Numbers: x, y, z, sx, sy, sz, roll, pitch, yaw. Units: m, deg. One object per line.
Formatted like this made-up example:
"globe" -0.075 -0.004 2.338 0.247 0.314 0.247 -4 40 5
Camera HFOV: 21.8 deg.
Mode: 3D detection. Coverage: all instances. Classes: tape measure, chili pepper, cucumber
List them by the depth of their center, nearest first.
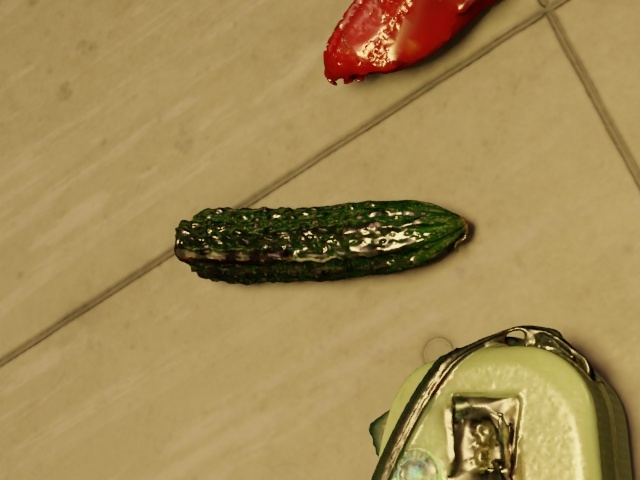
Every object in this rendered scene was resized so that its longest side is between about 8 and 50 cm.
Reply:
"tape measure" 0.123 0.179 1.334 0.235 0.115 0.207 -11 76 26
"chili pepper" 0.141 -0.276 1.434 0.387 0.110 0.110 -50 61 13
"cucumber" 0.000 0.001 1.464 0.265 0.077 0.077 -2 77 29
